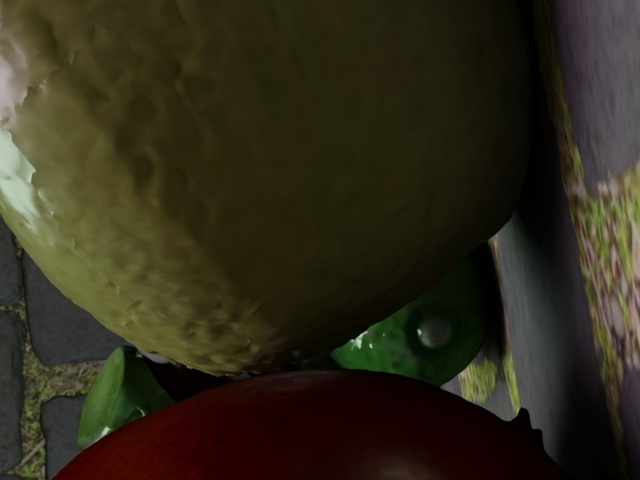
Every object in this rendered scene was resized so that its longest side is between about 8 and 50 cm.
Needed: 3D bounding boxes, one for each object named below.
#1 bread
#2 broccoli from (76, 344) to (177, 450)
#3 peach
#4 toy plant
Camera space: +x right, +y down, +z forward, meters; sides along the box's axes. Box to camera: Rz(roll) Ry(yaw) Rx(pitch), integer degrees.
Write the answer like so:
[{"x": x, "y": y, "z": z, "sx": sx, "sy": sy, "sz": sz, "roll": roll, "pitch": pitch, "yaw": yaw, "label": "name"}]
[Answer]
[{"x": -0.057, "y": -0.100, "z": 0.752, "sx": 0.320, "sy": 0.237, "sz": 0.320, "roll": 158, "pitch": 90, "yaw": -80, "label": "bread"}, {"x": -0.042, "y": 0.148, "z": 1.373, "sx": 0.297, "sy": 0.297, "sz": 0.297, "roll": -46, "pitch": 32, "yaw": 40, "label": "broccoli"}, {"x": -0.049, "y": 0.171, "z": 0.689, "sx": 0.362, "sy": 0.201, "sz": 0.257, "roll": 11, "pitch": 92, "yaw": 59, "label": "peach"}, {"x": 0.000, "y": 0.000, "z": 0.975, "sx": 0.175, "sy": 0.235, "sz": 0.218, "roll": 1, "pitch": -116, "yaw": -48, "label": "toy plant"}]
